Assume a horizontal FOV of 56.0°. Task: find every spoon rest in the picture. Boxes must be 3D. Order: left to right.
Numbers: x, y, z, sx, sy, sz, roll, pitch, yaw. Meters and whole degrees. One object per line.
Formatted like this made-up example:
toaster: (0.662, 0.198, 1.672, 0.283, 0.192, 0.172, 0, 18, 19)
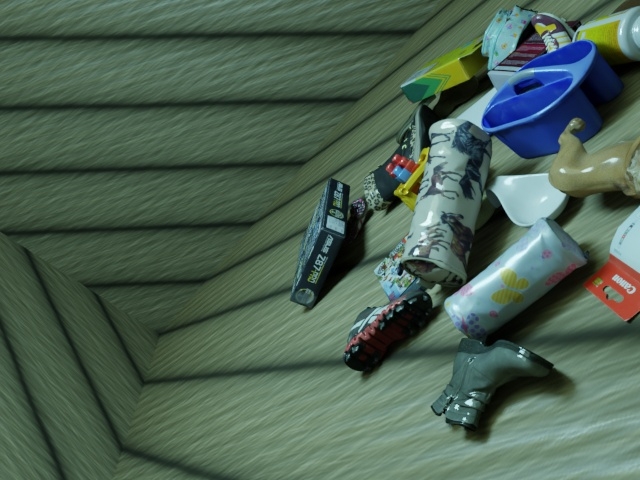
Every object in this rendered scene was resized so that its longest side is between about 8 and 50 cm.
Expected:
spoon rest: (0.445, -0.097, 1.335, 0.137, 0.084, 0.276, -53, 16, 0)

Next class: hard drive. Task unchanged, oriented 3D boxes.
hard drive: (0.522, -0.394, 1.812, 0.319, 0.040, 0.210, -38, 22, 38)

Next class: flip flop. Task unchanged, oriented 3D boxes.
flip flop: (0.364, -0.439, 2.233, 0.112, 0.080, 0.277, -54, 0, -35)

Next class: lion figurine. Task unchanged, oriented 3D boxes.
lion figurine: (0.528, -0.138, 1.073, 0.240, 0.142, 0.392, -47, 8, -19)

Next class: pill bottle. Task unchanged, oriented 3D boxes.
pill bottle: (0.689, -0.461, 1.372, 0.117, 0.117, 0.215, -53, 18, -3)

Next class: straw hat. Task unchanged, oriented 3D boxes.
straw hat: (0.375, -0.083, 1.532, 0.144, 0.061, 0.144, -46, 18, 20)

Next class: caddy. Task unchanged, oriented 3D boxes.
caddy: (0.533, -0.341, 1.438, 0.241, 0.179, 0.341, -56, 17, -14)

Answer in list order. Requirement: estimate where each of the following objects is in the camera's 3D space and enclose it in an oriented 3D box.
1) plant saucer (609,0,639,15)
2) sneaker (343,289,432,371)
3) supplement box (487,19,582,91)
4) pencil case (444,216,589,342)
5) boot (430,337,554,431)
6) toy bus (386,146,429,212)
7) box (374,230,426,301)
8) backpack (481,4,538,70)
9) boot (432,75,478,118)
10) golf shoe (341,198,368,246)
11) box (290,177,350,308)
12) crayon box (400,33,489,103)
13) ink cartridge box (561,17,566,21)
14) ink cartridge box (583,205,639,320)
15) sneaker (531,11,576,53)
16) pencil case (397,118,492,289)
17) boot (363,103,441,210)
plant saucer: (0.770, -0.552, 1.491, 0.198, 0.036, 0.198, -47, 18, 20)
sneaker: (0.159, 0.197, 1.465, 0.276, 0.098, 0.135, -46, 20, 25)
supplement box: (0.601, -0.508, 1.668, 0.239, 0.073, 0.130, -41, 27, -4)
pencil case: (0.364, 0.077, 1.139, 0.273, 0.113, 0.124, -45, -9, 21)
boot: (0.293, 0.260, 1.045, 0.161, 0.084, 0.246, -63, 12, -15)
toy bus: (0.297, -0.179, 1.642, 0.220, 0.211, 0.149, -51, 2, 0)
box: (0.231, 0.078, 1.609, 0.159, 0.044, 0.233, -50, 17, 10)
backpack: (0.578, -0.609, 1.851, 0.165, 0.145, 0.188, 81, -148, -58)
boot: (0.490, -0.549, 2.147, 0.213, 0.077, 0.165, -42, 18, 51)
golf shoe: (0.123, -0.056, 2.166, 0.186, 0.068, 0.086, -62, -24, 2)
box: (0.000, 0.000, 2.137, 0.394, 0.097, 0.318, -82, 16, -60)
crayon box: (0.450, -0.587, 2.042, 0.202, 0.081, 0.319, -44, 18, -32)
ink cartridge box: (0.717, -0.667, 1.874, 0.083, 0.028, 0.048, -44, 19, 25)
ink cartridge box: (0.513, 0.027, 0.974, 0.179, 0.045, 0.145, -46, 17, 12)
sneaker: (0.613, -0.512, 1.562, 0.084, 0.185, 0.069, -51, -4, -5)
pencil case: (0.300, -0.092, 1.431, 0.183, 0.160, 0.410, 138, 150, -67)
boot: (0.288, -0.282, 2.056, 0.284, 0.138, 0.377, -40, 26, 37)
